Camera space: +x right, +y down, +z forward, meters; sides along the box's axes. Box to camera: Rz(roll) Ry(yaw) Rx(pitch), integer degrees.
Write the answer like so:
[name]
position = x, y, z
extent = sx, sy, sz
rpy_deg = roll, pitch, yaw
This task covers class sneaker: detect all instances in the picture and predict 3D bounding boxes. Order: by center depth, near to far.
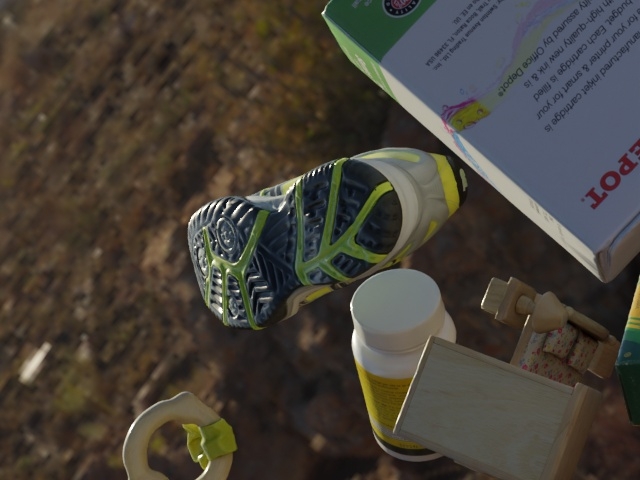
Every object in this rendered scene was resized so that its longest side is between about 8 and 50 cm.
[sneaker]
position = 0.000, 0.000, 1.628
extent = 0.147, 0.145, 0.384
rpy_deg = -15, 1, -37

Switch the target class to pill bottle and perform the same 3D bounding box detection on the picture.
[pill bottle]
position = 0.100, 0.139, 1.796
extent = 0.119, 0.208, 0.119
rpy_deg = -8, 42, 7

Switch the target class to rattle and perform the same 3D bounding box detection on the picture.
[rattle]
position = -0.197, 0.268, 1.869
extent = 0.200, 0.130, 0.143
rpy_deg = -49, 21, -7

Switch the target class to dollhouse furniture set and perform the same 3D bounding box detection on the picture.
[dollhouse furniture set]
position = 0.237, 0.221, 1.631
extent = 0.174, 0.355, 0.303
rpy_deg = 20, 86, 35

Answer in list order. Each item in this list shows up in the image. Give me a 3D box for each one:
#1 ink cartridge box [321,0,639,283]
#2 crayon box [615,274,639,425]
[ink cartridge box]
position = 0.174, -0.135, 1.173
extent = 0.201, 0.278, 0.117
rpy_deg = -46, -19, -2
[crayon box]
position = 0.458, 0.076, 1.513
extent = 0.323, 0.083, 0.203
rpy_deg = -5, 32, 24
